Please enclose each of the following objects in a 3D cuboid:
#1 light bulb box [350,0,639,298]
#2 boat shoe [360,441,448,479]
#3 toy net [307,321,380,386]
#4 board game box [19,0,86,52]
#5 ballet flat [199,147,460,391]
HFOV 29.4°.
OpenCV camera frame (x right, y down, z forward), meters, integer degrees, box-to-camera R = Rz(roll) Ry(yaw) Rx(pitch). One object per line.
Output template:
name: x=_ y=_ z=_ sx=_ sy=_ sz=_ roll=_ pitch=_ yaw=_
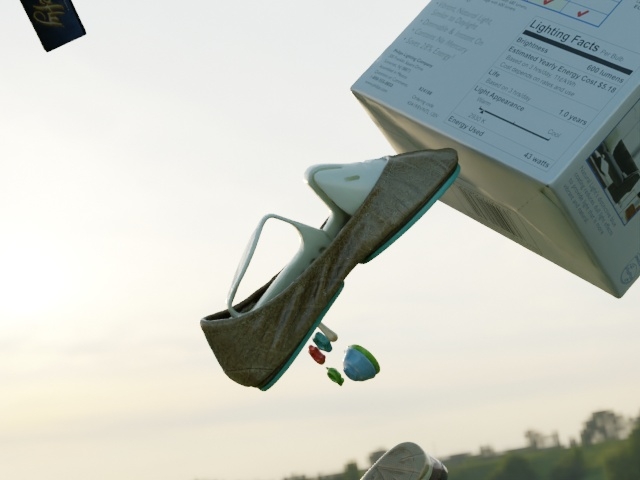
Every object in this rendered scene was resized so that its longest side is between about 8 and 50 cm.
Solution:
light bulb box: x=0.300 y=-0.189 z=1.430 sx=0.358 sy=0.361 sz=0.225 roll=34 pitch=-11 yaw=47
boat shoe: x=0.066 y=0.401 z=1.714 sx=0.092 sy=0.103 sz=0.285 roll=34 pitch=-75 yaw=-34
toy net: x=0.002 y=0.152 z=2.068 sx=0.045 sy=0.232 sz=0.122 roll=-44 pitch=18 yaw=-25
board game box: x=-0.280 y=-0.301 z=1.033 sx=0.042 sy=0.165 sz=0.243 roll=-26 pitch=-42 yaw=-7
ballet flat: x=0.000 y=0.000 z=1.283 sx=0.342 sy=0.124 sz=0.116 roll=-48 pitch=12 yaw=-3
